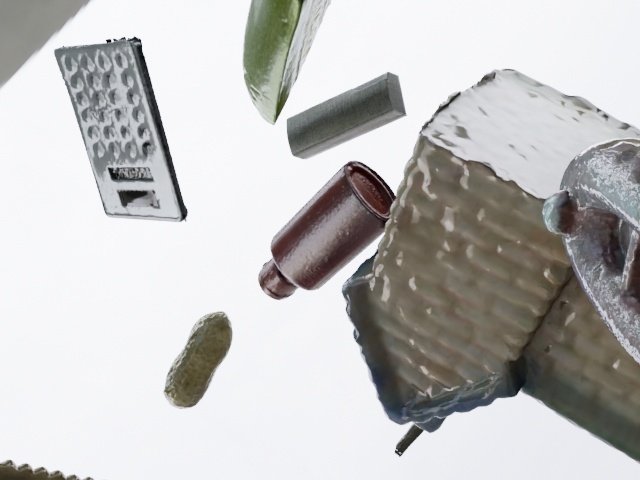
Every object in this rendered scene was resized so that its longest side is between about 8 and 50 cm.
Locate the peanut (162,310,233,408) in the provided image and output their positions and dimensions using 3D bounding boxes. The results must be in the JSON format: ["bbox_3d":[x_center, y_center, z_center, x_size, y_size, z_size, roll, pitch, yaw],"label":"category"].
[{"bbox_3d":[-0.238,0.235,1.792,0.214,0.090,0.098,-59,1,9],"label":"peanut"}]

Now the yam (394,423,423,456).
[{"bbox_3d":[0.178,0.345,1.684,0.129,0.033,0.027,-51,4,8],"label":"yam"}]

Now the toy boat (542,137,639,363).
[{"bbox_3d":[0.234,0.012,0.679,0.085,0.227,0.155,-9,-53,-6],"label":"toy boat"}]

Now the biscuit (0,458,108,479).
[{"bbox_3d":[-0.358,0.374,1.116,0.324,0.044,0.217,20,-73,-21],"label":"biscuit"}]

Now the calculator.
[{"bbox_3d":[-0.271,-0.144,1.241,0.021,0.161,0.262,-39,-57,-48],"label":"calculator"}]

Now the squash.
[{"bbox_3d":[-0.044,-0.327,1.281,0.203,0.111,0.289,-58,-5,-25],"label":"squash"}]

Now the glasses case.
[{"bbox_3d":[0.037,-0.195,1.433,0.205,0.071,0.047,-20,-17,35],"label":"glasses case"}]

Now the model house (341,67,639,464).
[{"bbox_3d":[0.293,0.067,1.134,0.395,0.445,0.400,-41,-25,-59],"label":"model house"}]

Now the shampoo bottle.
[{"bbox_3d":[0.000,0.000,1.247,0.064,0.102,0.260,-40,-3,-46],"label":"shampoo bottle"}]
